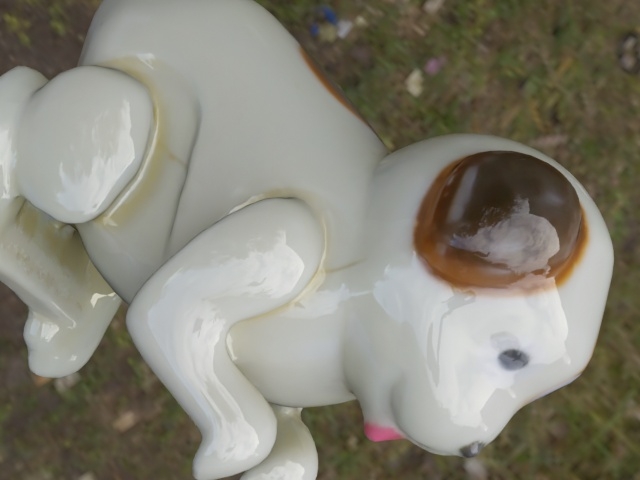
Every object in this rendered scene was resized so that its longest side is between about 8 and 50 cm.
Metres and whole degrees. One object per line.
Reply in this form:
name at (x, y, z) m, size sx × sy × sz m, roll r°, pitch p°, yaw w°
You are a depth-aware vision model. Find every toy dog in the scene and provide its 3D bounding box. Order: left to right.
toy dog at (0.000, 0.000, 1.231) m, size 0.395 × 0.408 × 0.284 m, roll -59°, pitch 156°, yaw -21°
